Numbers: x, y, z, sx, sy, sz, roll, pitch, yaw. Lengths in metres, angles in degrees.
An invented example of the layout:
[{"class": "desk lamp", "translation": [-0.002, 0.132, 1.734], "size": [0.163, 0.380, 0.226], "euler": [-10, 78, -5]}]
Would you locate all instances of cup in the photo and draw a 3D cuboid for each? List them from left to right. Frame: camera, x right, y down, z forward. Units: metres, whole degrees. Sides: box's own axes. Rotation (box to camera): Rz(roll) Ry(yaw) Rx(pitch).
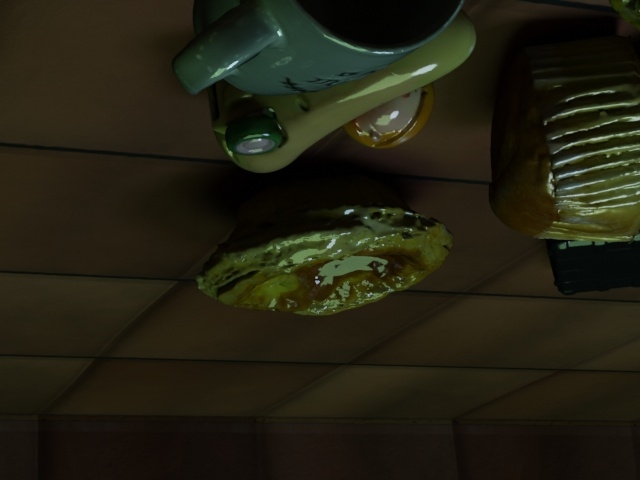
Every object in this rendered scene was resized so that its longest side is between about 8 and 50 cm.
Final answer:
[{"class": "cup", "translation": [-0.034, -0.194, 1.287], "size": [0.258, 0.186, 0.234], "euler": [-39, -173, -28]}]

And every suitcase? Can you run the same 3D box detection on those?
[{"class": "suitcase", "translation": [0.443, 0.011, 2.298], "size": [0.206, 0.066, 0.285], "euler": [-7, 162, 9]}]

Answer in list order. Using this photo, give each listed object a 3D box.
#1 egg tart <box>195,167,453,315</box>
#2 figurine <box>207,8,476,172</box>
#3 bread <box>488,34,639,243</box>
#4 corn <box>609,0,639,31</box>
[{"class": "egg tart", "translation": [0.000, 0.000, 2.029], "size": [0.352, 0.150, 0.352], "euler": [-9, 165, -3]}, {"class": "figurine", "translation": [0.026, -0.156, 1.595], "size": [0.325, 0.124, 0.222], "euler": [-21, 156, 32]}, {"class": "bread", "translation": [0.264, -0.099, 1.693], "size": [0.156, 0.204, 0.288], "euler": [-8, 167, -2]}, {"class": "corn", "translation": [0.401, -0.224, 1.480], "size": [0.363, 0.120, 0.120], "euler": [9, 158, -44]}]
